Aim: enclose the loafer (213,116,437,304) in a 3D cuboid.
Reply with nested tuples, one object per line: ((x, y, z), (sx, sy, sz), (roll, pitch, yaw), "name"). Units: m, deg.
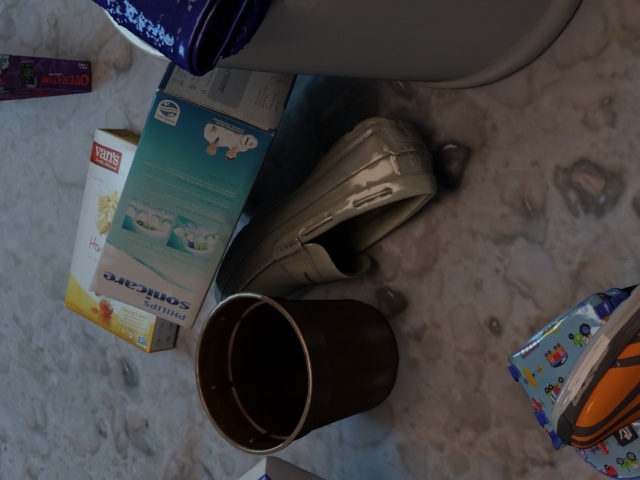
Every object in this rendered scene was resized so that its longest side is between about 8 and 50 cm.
((0.000, 0.000, 1.529), (0.319, 0.112, 0.111), (-45, 56, 34), "loafer")

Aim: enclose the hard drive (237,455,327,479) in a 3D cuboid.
((-0.065, 0.361, 1.562), (0.318, 0.210, 0.040), (-44, 29, 35), "hard drive")

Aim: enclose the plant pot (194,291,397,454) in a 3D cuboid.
((-0.017, 0.132, 1.517), (0.167, 0.165, 0.167), (3, 94, 41), "plant pot")

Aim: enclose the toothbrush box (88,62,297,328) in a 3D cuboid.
((-0.124, -0.089, 1.511), (0.126, 0.216, 0.295), (21, 133, -4), "toothbrush box")

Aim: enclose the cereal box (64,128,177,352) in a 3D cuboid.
((-0.231, -0.003, 1.778), (0.173, 0.047, 0.240), (23, 108, 38), "cereal box")

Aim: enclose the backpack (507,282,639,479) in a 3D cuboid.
((0.274, 0.141, 1.292), (0.158, 0.117, 0.173), (-38, 71, 38), "backpack")

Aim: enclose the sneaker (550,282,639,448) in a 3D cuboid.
((0.344, 0.087, 1.141), (0.321, 0.124, 0.180), (-41, 67, -4), "sneaker")

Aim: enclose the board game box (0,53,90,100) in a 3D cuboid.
((-0.491, -0.209, 1.890), (0.346, 0.208, 0.056), (0, 96, 43), "board game box")

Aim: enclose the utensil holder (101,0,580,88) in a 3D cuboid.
((0.015, -0.306, 1.309), (0.327, 0.385, 0.328), (4, 95, 43), "utensil holder")

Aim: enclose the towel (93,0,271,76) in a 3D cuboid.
((-0.134, -0.291, 1.143), (0.308, 0.076, 0.228), (37, 110, 35), "towel")
